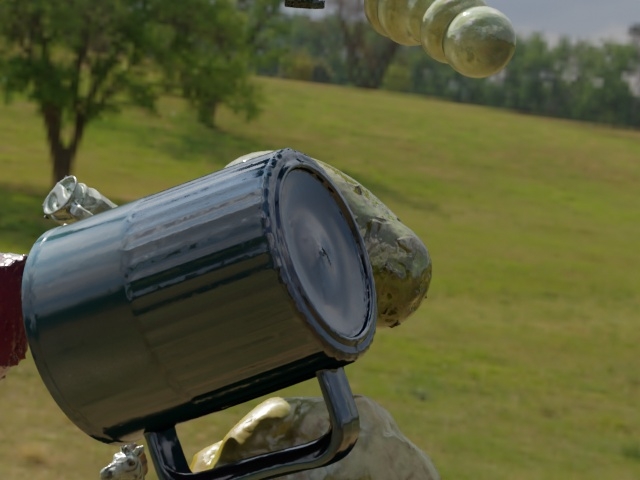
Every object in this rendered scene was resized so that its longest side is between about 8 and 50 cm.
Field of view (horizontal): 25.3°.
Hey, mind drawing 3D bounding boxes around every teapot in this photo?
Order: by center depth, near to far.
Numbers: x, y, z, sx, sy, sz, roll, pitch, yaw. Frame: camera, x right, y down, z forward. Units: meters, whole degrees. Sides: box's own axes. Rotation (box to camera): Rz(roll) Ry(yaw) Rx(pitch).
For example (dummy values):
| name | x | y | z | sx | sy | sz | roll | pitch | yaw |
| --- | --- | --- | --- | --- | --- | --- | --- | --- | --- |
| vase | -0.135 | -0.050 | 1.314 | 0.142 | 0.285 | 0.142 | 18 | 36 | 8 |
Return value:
| name | x | y | z | sx | sy | sz | roll | pitch | yaw |
| --- | --- | --- | --- | --- | --- | --- | --- | --- | --- |
| teapot | -0.294 | -0.004 | 2.010 | 0.200 | 0.077 | 0.107 | 40 | 1 | -32 |

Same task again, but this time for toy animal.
| name | x | y | z | sx | sy | sz | roll | pitch | yaw |
| --- | --- | --- | --- | --- | --- | --- | --- | --- | --- |
| toy animal | -0.292 | 0.429 | 2.158 | 0.090 | 0.170 | 0.255 | 17 | -33 | 6 |

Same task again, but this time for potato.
| name | x | y | z | sx | sy | sz | roll | pitch | yaw |
| --- | --- | --- | --- | --- | --- | --- | --- | --- | --- |
| potato | 0.000 | 0.000 | 1.745 | 0.298 | 0.176 | 0.141 | 33 | -35 | -3 |

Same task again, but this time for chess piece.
| name | x | y | z | sx | sy | sz | roll | pitch | yaw |
| --- | --- | --- | --- | --- | --- | --- | --- | --- | --- |
| chess piece | 0.188 | -0.320 | 2.109 | 0.144 | 0.144 | 0.251 | 4 | 27 | -36 |

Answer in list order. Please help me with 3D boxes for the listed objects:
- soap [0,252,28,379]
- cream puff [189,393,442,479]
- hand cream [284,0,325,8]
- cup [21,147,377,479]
| name | x | y | z | sx | sy | sz | roll | pitch | yaw |
| --- | --- | --- | --- | --- | --- | --- | --- | --- | --- |
| soap | -0.460 | 0.089 | 1.624 | 0.289 | 0.182 | 0.112 | 8 | 4 | 36 |
| cream puff | -0.024 | 0.338 | 1.637 | 0.324 | 0.291 | 0.257 | -35 | -5 | -30 |
| hand cream | -0.014 | -0.451 | 1.731 | 0.076 | 0.336 | 0.121 | 0 | 12 | -6 |
| cup | -0.113 | 0.081 | 1.441 | 0.292 | 0.308 | 0.242 | -21 | -36 | 23 |
